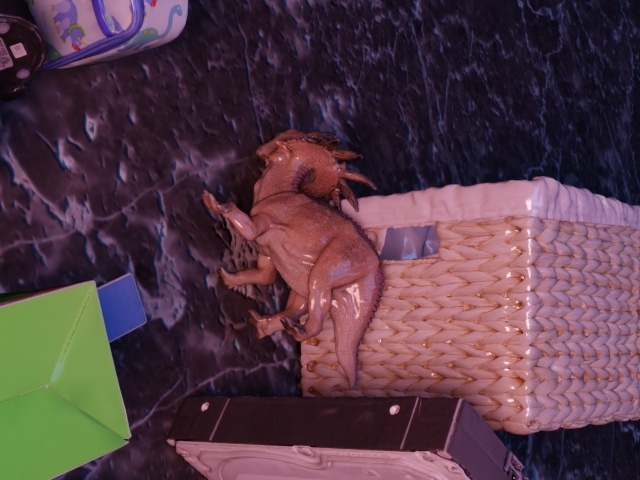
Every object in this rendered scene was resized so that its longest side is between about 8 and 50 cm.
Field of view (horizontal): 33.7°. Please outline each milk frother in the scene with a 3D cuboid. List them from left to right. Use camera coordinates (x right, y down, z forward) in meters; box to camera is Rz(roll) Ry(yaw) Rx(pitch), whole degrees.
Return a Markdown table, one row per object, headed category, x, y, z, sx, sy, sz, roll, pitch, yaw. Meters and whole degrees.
| category | x | y | z | sx | sy | sz | roll | pitch | yaw |
| --- | --- | --- | --- | --- | --- | --- | --- | --- | --- |
| milk frother | -0.311 | -0.174 | 0.859 | 0.143 | 0.129 | 0.135 | -12 | 56 | -24 |

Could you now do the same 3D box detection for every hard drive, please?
| category | x | y | z | sx | sy | sz | roll | pitch | yaw |
| --- | --- | --- | --- | --- | --- | --- | --- | --- | --- |
| hard drive | 0.042 | 0.239 | 1.034 | 0.237 | 0.339 | 0.064 | 50 | 49 | -36 |

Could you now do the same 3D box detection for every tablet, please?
| category | x | y | z | sx | sy | sz | roll | pitch | yaw |
| --- | --- | --- | --- | --- | --- | --- | --- | --- | --- |
| tablet | -0.204 | 0.069 | 1.019 | 0.083 | 0.006 | 0.054 | -28 | 107 | -49 |

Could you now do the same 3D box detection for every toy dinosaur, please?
| category | x | y | z | sx | sy | sz | roll | pitch | yaw |
| --- | --- | --- | --- | --- | --- | --- | --- | --- | --- |
| toy dinosaur | 0.000 | 0.000 | 1.124 | 0.200 | 0.127 | 0.296 | -30 | 79 | -23 |

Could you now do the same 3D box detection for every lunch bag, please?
| category | x | y | z | sx | sy | sz | roll | pitch | yaw |
| --- | --- | --- | --- | --- | --- | --- | --- | --- | --- |
| lunch bag | -0.208 | -0.269 | 0.930 | 0.090 | 0.176 | 0.219 | -19 | 100 | -51 |

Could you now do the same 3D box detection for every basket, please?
| category | x | y | z | sx | sy | sz | roll | pitch | yaw |
| --- | --- | --- | --- | --- | --- | --- | --- | --- | --- |
| basket | 0.184 | 0.082 | 1.249 | 0.331 | 0.328 | 0.266 | 8 | 80 | -51 |

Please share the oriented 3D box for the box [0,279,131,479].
| category | x | y | z | sx | sy | sz | roll | pitch | yaw |
| --- | --- | --- | --- | --- | --- | --- | --- | --- | --- |
| box | -0.306 | 0.122 | 0.703 | 0.262 | 0.231 | 0.127 | -17 | 98 | -51 |
